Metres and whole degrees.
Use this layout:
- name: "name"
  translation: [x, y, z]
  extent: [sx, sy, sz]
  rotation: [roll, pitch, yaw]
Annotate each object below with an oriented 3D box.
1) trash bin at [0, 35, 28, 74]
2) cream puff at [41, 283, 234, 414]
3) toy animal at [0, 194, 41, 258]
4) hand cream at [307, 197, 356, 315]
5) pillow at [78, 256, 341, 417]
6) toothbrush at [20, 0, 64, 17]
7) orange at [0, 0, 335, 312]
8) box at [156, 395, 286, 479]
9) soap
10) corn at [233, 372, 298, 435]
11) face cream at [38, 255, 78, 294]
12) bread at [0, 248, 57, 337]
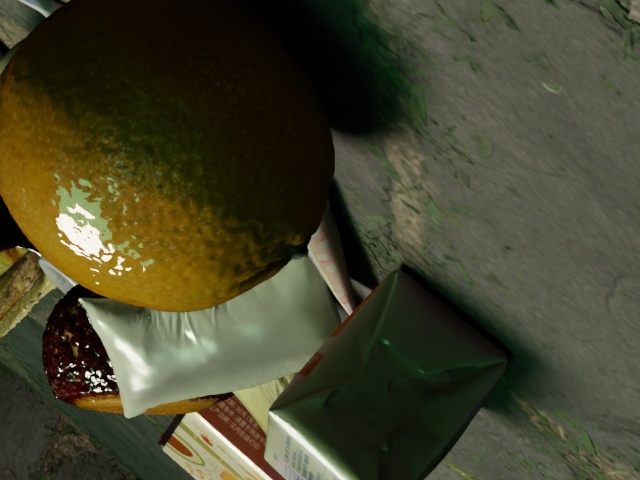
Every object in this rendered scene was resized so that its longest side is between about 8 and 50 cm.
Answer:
- name: "trash bin"
  translation: [-0.230, -0.069, 1.668]
  extent: [0.247, 0.121, 0.243]
  rotation: [44, 163, 1]
- name: "cream puff"
  translation: [-0.193, 0.111, 1.860]
  extent: [0.239, 0.165, 0.239]
  rotation: [-1, 170, 0]
- name: "toy animal"
  translation: [-0.398, -0.002, 2.054]
  extent: [0.272, 0.197, 0.160]
  rotation: [43, 155, -27]
- name: "hand cream"
  translation: [0.000, 0.000, 1.466]
  extent: [0.209, 0.043, 0.067]
  rotation: [67, 179, -54]
- name: "pillow"
  translation: [-0.103, 0.088, 1.612]
  extent: [0.254, 0.078, 0.144]
  rotation: [-14, 121, 16]
- name: "toothbrush"
  translation: [-0.251, -0.216, 1.520]
  extent: [0.269, 0.021, 0.027]
  rotation: [35, 156, 22]
- name: "orange"
  translation: [-0.112, -0.070, 1.231]
  extent: [0.264, 0.264, 0.264]
  rotation: [37, 162, 14]
- name: "box"
  translation: [-0.016, 0.321, 2.125]
  extent: [0.385, 0.122, 0.344]
  rotation: [41, 162, 2]
- name: "soap"
  translation: [0.054, 0.153, 1.484]
  extent: [0.138, 0.182, 0.199]
  rotation: [40, 163, 11]
- name: "corn"
  translation: [-0.029, 0.172, 1.792]
  extent: [0.123, 0.122, 0.305]
  rotation: [2, 141, 29]
- name: "face cream"
  translation: [-0.267, 0.019, 1.966]
  extent: [0.117, 0.104, 0.117]
  rotation: [38, 164, 13]
- name: "bread"
  translation: [-0.474, -0.022, 2.223]
  extent: [0.264, 0.167, 0.163]
  rotation: [41, 163, 13]
